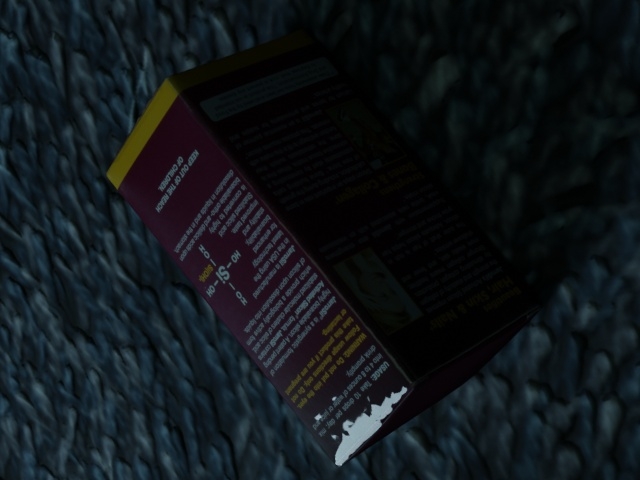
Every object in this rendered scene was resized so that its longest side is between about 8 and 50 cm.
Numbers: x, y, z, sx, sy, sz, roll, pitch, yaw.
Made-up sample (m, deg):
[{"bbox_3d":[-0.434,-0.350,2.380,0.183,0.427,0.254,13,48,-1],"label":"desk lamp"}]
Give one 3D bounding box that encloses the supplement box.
[{"bbox_3d":[0.000,0.000,0.824,0.188,0.104,0.081,51,134,13],"label":"supplement box"}]
